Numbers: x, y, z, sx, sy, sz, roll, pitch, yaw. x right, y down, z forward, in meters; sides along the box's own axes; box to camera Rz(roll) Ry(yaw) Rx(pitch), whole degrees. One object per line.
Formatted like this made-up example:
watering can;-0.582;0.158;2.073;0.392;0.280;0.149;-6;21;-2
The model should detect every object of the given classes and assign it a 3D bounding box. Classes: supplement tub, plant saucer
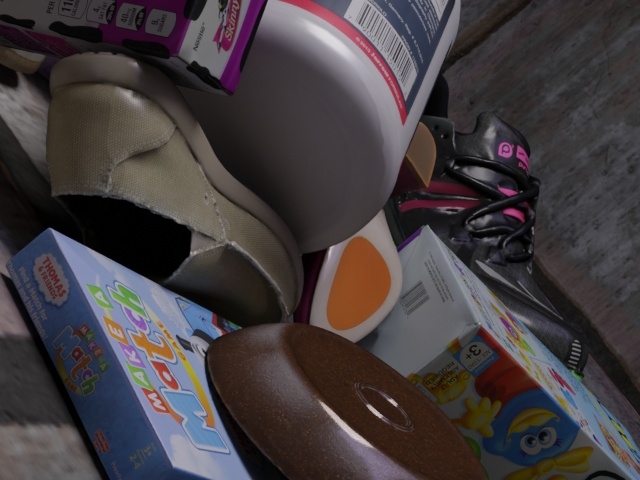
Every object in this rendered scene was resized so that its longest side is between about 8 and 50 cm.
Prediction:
supplement tub;-0.011;-0.137;1.095;0.191;0.191;0.272;47;38;-19
plant saucer;0.027;0.105;0.897;0.199;0.036;0.198;35;13;-10

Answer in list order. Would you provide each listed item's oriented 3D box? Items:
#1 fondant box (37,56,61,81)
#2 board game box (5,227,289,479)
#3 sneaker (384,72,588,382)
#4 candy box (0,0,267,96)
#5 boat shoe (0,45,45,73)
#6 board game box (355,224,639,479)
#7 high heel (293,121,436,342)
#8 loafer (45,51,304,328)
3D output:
fondant box;-0.116;-0.230;1.261;0.238;0.096;0.330;40;40;-44
board game box;-0.069;0.092;0.873;0.211;0.039;0.160;32;22;-56
sneaker;0.161;-0.033;1.776;0.185;0.202;0.482;35;18;-52
candy box;-0.136;-0.189;0.946;0.233;0.159;0.071;14;-9;29
boat shoe;-0.250;-0.240;1.102;0.285;0.092;0.103;55;13;25
board game box;0.125;0.147;1.189;0.275;0.142;0.144;44;12;-29
high heel;0.000;0.000;1.157;0.082;0.117;0.244;53;39;-31
loafer;-0.094;-0.004;0.959;0.268;0.102;0.092;53;47;-49
